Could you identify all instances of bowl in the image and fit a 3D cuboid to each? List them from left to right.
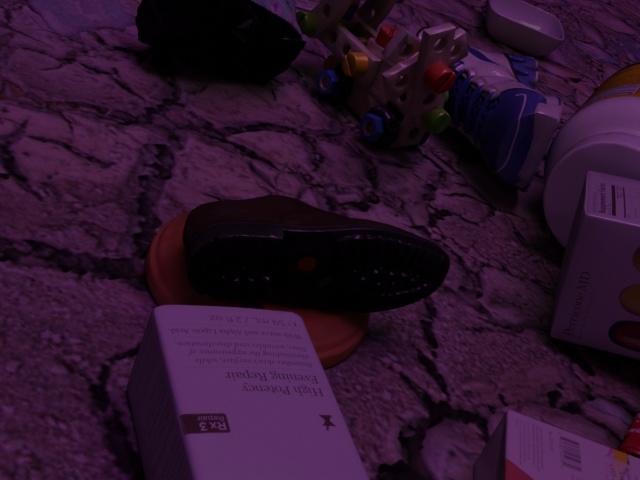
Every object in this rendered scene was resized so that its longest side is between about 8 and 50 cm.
[{"bbox_3d":[0.347,-0.371,1.607,0.142,0.053,0.142,21,33,-3],"label":"bowl"}]

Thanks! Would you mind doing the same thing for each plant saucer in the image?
[{"bbox_3d":[-0.048,0.029,0.791,0.200,0.037,0.200,17,33,-12],"label":"plant saucer"}]

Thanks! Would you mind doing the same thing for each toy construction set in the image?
[{"bbox_3d":[0.079,-0.236,1.087,0.151,0.215,0.327,5,37,-27],"label":"toy construction set"}]

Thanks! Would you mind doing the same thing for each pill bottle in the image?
[{"bbox_3d":[0.377,-0.095,1.102,0.188,0.188,0.334,32,34,13],"label":"pill bottle"}]

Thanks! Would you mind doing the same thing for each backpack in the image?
[{"bbox_3d":[-0.103,-0.259,1.069,0.182,0.152,0.115,13,58,-42],"label":"backpack"}]

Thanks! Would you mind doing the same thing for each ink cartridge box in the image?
[{"bbox_3d":[0.211,0.212,0.661,0.198,0.067,0.115,21,33,0],"label":"ink cartridge box"}]

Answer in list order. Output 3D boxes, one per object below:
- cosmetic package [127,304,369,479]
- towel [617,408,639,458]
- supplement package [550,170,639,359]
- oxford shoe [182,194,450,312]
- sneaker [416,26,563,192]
[{"bbox_3d":[-0.041,0.148,0.579,0.117,0.085,0.231,4,36,-27],"label":"cosmetic package"},{"bbox_3d":[0.384,0.173,0.807,0.199,0.031,0.275,24,26,25],"label":"towel"},{"bbox_3d":[0.359,0.039,0.888,0.244,0.139,0.134,13,25,11],"label":"supplement package"},{"bbox_3d":[0.000,0.000,0.753,0.227,0.082,0.096,10,31,-23],"label":"oxford shoe"},{"bbox_3d":[0.184,-0.175,1.171,0.182,0.127,0.315,16,26,-5],"label":"sneaker"}]
